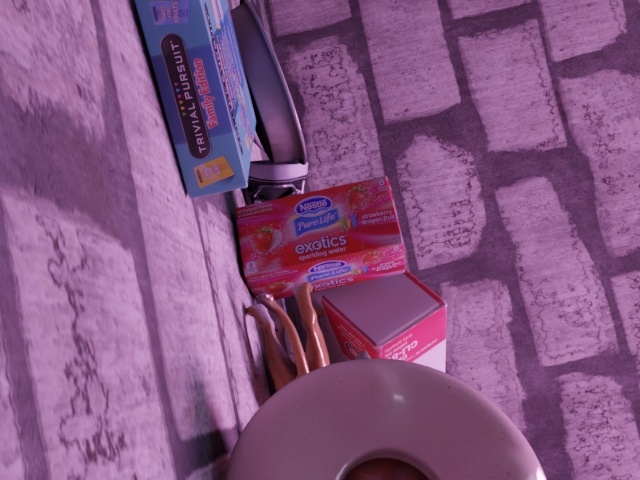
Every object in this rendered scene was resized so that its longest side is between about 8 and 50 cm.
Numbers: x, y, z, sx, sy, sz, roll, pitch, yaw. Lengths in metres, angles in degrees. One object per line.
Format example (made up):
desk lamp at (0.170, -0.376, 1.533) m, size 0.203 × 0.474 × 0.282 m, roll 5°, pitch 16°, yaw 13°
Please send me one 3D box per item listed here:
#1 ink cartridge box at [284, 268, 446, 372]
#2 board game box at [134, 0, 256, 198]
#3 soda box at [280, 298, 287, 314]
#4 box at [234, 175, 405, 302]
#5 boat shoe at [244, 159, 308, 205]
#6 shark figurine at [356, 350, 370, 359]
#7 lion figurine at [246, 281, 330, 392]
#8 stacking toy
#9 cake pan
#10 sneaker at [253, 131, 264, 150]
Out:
ink cartridge box at (0.081, 0.202, 1.742) m, size 0.279 × 0.160 × 0.384 m, roll 39°, pitch -30°, yaw 37°
board game box at (-0.157, -0.231, 1.282) m, size 0.336 × 0.079 × 0.253 m, roll -94°, pitch 171°, yaw -70°
soda box at (-0.043, 0.128, 1.998) m, size 0.074 × 0.069 × 0.216 m, roll -99°, pitch 176°, yaw -48°
box at (0.000, 0.000, 1.545) m, size 0.122 × 0.257 × 0.128 m, roll 76°, pitch 3°, yaw -64°
boat shoe at (-0.087, -0.092, 1.768) m, size 0.306 × 0.113 × 0.105 m, roll -177°, pitch -93°, yaw -79°
shark figurine at (-0.026, 0.262, 1.232) m, size 0.116 × 0.278 × 0.166 m, roll 30°, pitch 1°, yaw 41°
lion figurine at (-0.025, 0.216, 1.484) m, size 0.392 × 0.142 × 0.240 m, roll 46°, pitch 29°, yaw -72°
stacking toy at (0.049, 0.396, 1.144) m, size 0.480 × 0.351 × 0.350 m, roll 101°, pitch -17°, yaw -51°
cake pan at (-0.100, -0.254, 1.582) m, size 0.293 × 0.054 × 0.293 m, roll 158°, pitch -90°, yaw -85°
sneaker at (-0.149, -0.267, 1.784) m, size 0.217 × 0.079 × 0.121 m, roll 64°, pitch -12°, yaw -25°
